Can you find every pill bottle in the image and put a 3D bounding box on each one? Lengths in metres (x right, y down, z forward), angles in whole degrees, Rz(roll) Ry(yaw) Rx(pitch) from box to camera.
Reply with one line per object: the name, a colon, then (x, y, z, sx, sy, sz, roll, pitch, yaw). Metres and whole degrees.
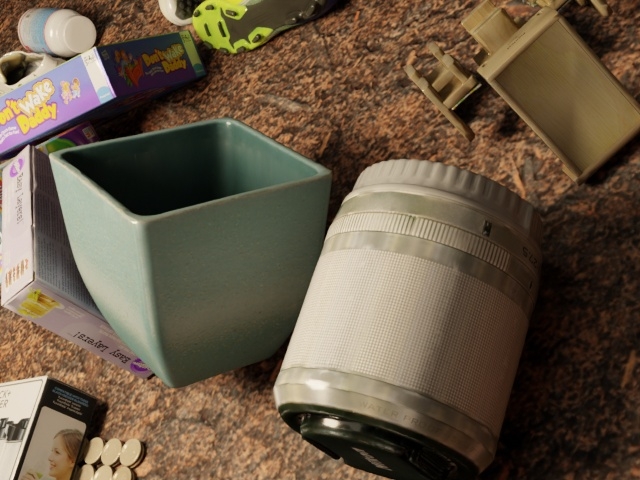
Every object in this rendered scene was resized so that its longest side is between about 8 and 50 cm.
pill bottle: (-0.479, -0.379, 2.061, 0.160, 0.087, 0.087, 15, 73, 47)

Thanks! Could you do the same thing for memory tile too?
memory tile: (-0.291, 0.310, 1.462, 0.148, 0.012, 0.113, -5, 59, 40)

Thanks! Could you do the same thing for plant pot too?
plant pot: (-0.149, 0.023, 1.337, 0.247, 0.248, 0.252, 32, 130, 49)

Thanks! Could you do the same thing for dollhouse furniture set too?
dollhouse furniture set: (0.242, -0.185, 1.262, 0.212, 0.161, 0.242, -43, 20, 10)

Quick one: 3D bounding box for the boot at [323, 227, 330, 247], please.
boot: (0.001, 0.000, 1.389, 0.099, 0.045, 0.121, 26, 85, 48)

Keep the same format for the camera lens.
camera lens: (0.090, 0.086, 1.111, 0.219, 0.219, 0.274, -1, 62, 42)

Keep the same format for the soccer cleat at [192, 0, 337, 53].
soccer cleat: (-0.075, -0.354, 1.694, 0.289, 0.093, 0.121, -9, 26, 44)

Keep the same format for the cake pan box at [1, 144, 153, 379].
cake pan box: (-0.309, 0.025, 1.502, 0.070, 0.246, 0.266, -34, 45, 19)

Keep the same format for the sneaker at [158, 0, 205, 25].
sneaker: (-0.235, -0.436, 1.876, 0.118, 0.110, 0.292, -37, 34, 28)

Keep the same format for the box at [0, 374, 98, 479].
box: (-0.412, 0.332, 1.487, 0.169, 0.087, 0.289, -13, 54, 45)

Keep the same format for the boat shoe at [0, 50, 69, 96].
boat shoe: (-0.554, -0.305, 2.070, 0.277, 0.096, 0.098, -3, 61, 41)

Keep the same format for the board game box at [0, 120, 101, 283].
board game box: (-0.426, -0.048, 1.636, 0.144, 0.142, 0.275, -21, 13, 31)

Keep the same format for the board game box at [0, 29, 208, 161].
board game box: (-0.381, -0.217, 1.758, 0.347, 0.233, 0.078, -19, 95, 32)
